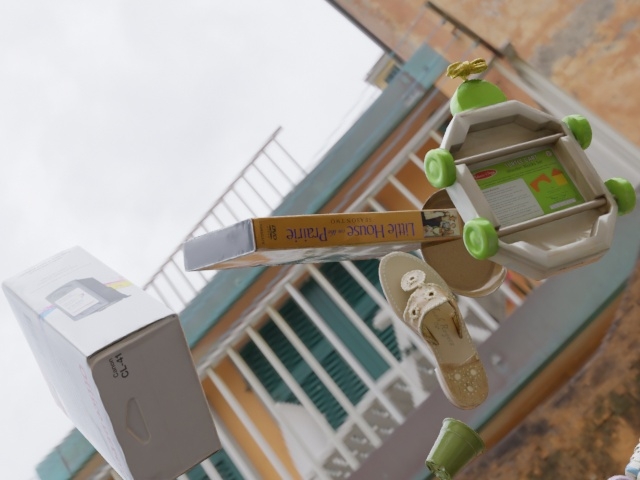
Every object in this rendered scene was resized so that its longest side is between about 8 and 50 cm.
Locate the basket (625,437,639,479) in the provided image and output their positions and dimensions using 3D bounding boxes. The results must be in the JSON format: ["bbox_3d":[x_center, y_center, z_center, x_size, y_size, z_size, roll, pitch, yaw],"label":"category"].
[{"bbox_3d":[0.768,0.472,2.003,0.289,0.201,0.255,-44,-50,-29],"label":"basket"}]

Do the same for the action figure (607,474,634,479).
[{"bbox_3d":[0.562,0.545,1.392,0.370,0.275,0.248,30,-89,-22],"label":"action figure"}]

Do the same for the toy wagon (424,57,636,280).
[{"bbox_3d":[0.278,-0.110,1.379,0.267,0.344,0.068,-15,-26,-24],"label":"toy wagon"}]

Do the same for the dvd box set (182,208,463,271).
[{"bbox_3d":[0.000,0.000,1.756,0.420,0.062,0.307,-3,-6,-29],"label":"dvd box set"}]

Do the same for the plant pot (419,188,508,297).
[{"bbox_3d":[0.288,0.007,1.983,0.236,0.236,0.032,-16,-9,-34],"label":"plant pot"}]

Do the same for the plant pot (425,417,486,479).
[{"bbox_3d":[0.213,0.347,1.574,0.079,0.083,0.083,-47,-30,-26],"label":"plant pot"}]

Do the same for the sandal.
[{"bbox_3d":[0.161,0.104,1.282,0.088,0.240,0.079,-21,-18,-18],"label":"sandal"}]

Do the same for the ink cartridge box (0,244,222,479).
[{"bbox_3d":[-0.280,0.162,1.277,0.131,0.306,0.226,-30,-58,-27],"label":"ink cartridge box"}]
